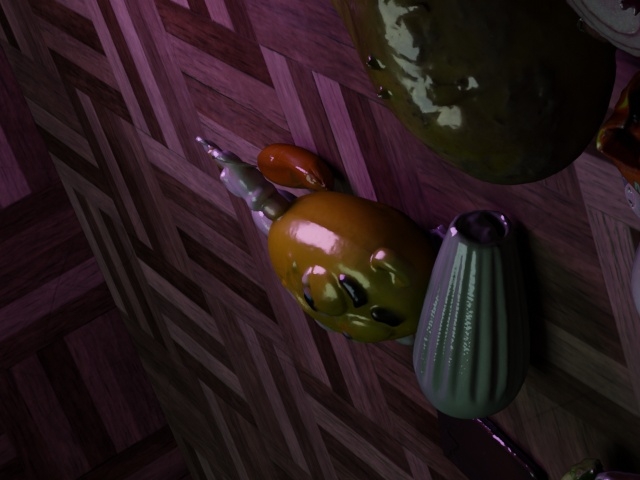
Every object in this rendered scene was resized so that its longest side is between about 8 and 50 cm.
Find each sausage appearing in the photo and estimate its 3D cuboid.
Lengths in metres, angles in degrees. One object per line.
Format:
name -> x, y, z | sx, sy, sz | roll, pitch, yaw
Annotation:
sausage -> -0.032, -0.093, 2.233 | 0.062, 0.054, 0.183 | 24, 177, -25

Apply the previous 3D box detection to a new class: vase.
vase -> 0.165, 0.076, 1.872 | 0.128, 0.128, 0.248 | 44, 147, 39

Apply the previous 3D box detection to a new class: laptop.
laptop -> 0.219, 0.280, 2.201 | 0.207, 0.026, 0.154 | 41, 152, 43

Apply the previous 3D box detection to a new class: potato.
potato -> 0.132, -0.175, 1.417 | 0.266, 0.229, 0.229 | 55, 162, 4

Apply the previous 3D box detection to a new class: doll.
doll -> 0.012, 0.015, 2.094 | 0.348, 0.161, 0.423 | 36, 173, 21

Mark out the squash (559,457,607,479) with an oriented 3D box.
squash -> 0.304, 0.370, 1.966 | 0.118, 0.118, 0.371 | 39, 152, 47

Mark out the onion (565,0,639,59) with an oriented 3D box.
onion -> 0.235, -0.208, 1.252 | 0.173, 0.135, 0.198 | 53, 176, 12

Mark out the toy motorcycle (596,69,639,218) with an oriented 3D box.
toy motorcycle -> 0.307, -0.050, 1.339 | 0.298, 0.089, 0.171 | 20, 136, 63

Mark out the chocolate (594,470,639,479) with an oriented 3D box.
chocolate -> 0.375, 0.307, 1.740 | 0.254, 0.080, 0.157 | -3, 101, 68

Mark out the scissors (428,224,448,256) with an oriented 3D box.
scissors -> 0.165, 0.065, 2.017 | 0.100, 0.015, 0.189 | 48, 160, 44

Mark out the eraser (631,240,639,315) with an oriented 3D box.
eraser -> 0.333, -0.091, 1.009 | 0.331, 0.331, 0.150 | 52, 159, 22
